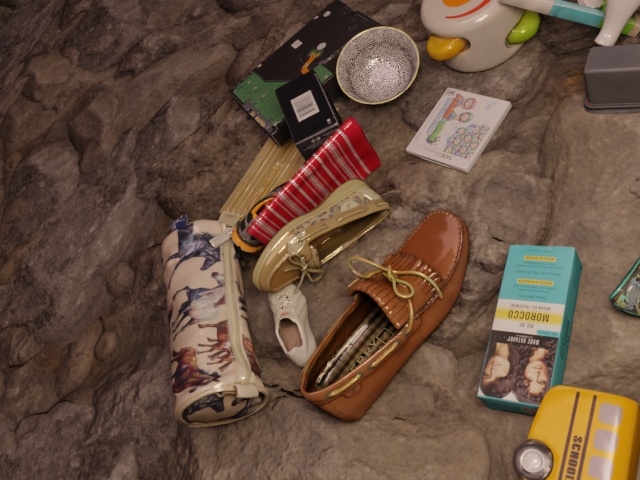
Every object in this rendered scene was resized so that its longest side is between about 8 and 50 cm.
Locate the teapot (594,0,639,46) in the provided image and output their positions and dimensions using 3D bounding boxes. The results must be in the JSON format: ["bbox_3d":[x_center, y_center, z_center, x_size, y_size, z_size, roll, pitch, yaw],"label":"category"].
[{"bbox_3d":[0.570,-0.463,1.085,0.256,0.187,0.252,-5,56,15],"label":"teapot"}]

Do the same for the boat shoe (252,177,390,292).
[{"bbox_3d":[0.000,0.000,1.213,0.285,0.104,0.089,-43,59,-10],"label":"boat shoe"}]

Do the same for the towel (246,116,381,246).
[{"bbox_3d":[-0.005,-0.086,1.229,0.031,0.199,0.275,42,88,24],"label":"towel"}]

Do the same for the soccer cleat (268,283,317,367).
[{"bbox_3d":[-0.055,0.137,1.191,0.068,0.076,0.196,-34,48,10],"label":"soccer cleat"}]

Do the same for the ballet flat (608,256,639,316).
[{"bbox_3d":[0.478,0.027,0.936,0.070,0.070,0.188,30,82,41],"label":"ballet flat"}]

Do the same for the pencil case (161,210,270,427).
[{"bbox_3d":[-0.197,0.140,1.219,0.183,0.160,0.410,-54,37,37],"label":"pencil case"}]

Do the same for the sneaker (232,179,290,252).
[{"bbox_3d":[-0.080,-0.060,1.285,0.215,0.084,0.083,-50,-2,-42],"label":"sneaker"}]

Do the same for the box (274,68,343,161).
[{"bbox_3d":[-0.003,-0.218,1.316,0.093,0.158,0.156,-26,56,9],"label":"box"}]

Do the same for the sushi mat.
[{"bbox_3d":[-0.091,-0.169,1.450,0.151,0.019,0.316,21,74,41],"label":"sushi mat"}]

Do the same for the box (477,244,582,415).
[{"bbox_3d":[0.307,0.127,0.973,0.101,0.060,0.244,2,63,34],"label":"box"}]

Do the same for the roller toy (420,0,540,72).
[{"bbox_3d":[0.295,-0.437,1.287,0.209,0.146,0.191,-24,51,19],"label":"roller toy"}]

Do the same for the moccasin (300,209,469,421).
[{"bbox_3d":[0.101,0.104,1.063,0.380,0.147,0.139,-48,48,-3],"label":"moccasin"}]

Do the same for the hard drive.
[{"bbox_3d":[-0.024,-0.381,1.498,0.339,0.064,0.237,-41,44,-2],"label":"hard drive"}]

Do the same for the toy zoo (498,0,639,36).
[{"bbox_3d":[0.432,-0.479,1.196,0.293,0.030,0.192,15,66,1],"label":"toy zoo"}]

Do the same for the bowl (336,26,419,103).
[{"bbox_3d":[0.124,-0.341,1.368,0.170,0.080,0.170,-5,74,16],"label":"bowl"}]

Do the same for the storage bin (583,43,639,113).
[{"bbox_3d":[0.498,-0.274,1.089,0.135,0.091,0.098,7,66,35],"label":"storage bin"}]

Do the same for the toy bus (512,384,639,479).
[{"bbox_3d":[0.294,0.352,0.807,0.130,0.108,0.332,5,64,33],"label":"toy bus"}]

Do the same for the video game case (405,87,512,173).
[{"bbox_3d":[0.257,-0.210,1.251,0.143,0.019,0.157,26,77,41],"label":"video game case"}]
